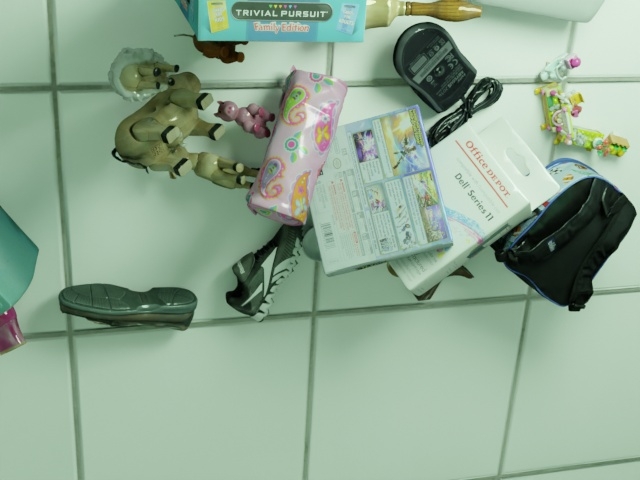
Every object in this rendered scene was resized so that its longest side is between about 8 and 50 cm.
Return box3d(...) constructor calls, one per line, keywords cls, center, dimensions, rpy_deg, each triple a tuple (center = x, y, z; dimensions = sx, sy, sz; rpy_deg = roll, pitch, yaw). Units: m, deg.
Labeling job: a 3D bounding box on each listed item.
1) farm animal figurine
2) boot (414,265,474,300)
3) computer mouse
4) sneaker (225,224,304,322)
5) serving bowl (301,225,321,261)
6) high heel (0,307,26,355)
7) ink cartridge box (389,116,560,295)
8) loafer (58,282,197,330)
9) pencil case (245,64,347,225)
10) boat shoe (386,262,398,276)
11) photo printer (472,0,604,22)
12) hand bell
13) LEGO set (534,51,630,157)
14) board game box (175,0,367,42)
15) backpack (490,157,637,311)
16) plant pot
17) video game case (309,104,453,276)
box3d(cls="farm animal figurine", center=(-0.240, -0.209, 1.663), dimensions=(0.326, 0.172, 0.331), rpy_deg=(-36, 130, -46))
box3d(cls="boot", center=(0.259, 0.092, 2.031), dimensions=(0.106, 0.037, 0.114), rpy_deg=(31, 100, -13))
box3d(cls="computer mouse", center=(0.218, -0.316, 1.814), dimensions=(0.188, 0.072, 0.272), rpy_deg=(-42, 131, 4))
box3d(cls="sneaker", center=(-0.117, 0.052, 1.881), dimensions=(0.106, 0.078, 0.234), rpy_deg=(19, 110, -26))
box3d(cls="serving bowl", center=(0.000, 0.000, 1.919), dimensions=(0.083, 0.027, 0.083), rpy_deg=(-7, 116, -14))
box3d(cls="high heel", center=(-0.685, 0.191, 1.799), dimensions=(0.244, 0.082, 0.117), rpy_deg=(-25, 91, 10))
box3d(cls="ink cartridge box", center=(0.264, -0.079, 1.828), dimensions=(0.353, 0.207, 0.119), rpy_deg=(-37, 164, 6))
box3d(cls="loafer", center=(-0.375, 0.142, 1.845), dimensions=(0.267, 0.096, 0.084), rpy_deg=(3, 120, -19))
box3d(cls="pencil case", center=(-0.043, -0.171, 1.714), dimensions=(0.124, 0.124, 0.284), rpy_deg=(20, 83, -23))
box3d(cls="boat shoe", center=(0.248, -0.033, 1.952), dimensions=(0.285, 0.089, 0.104), rpy_deg=(-37, 140, 6))
box3d(cls="photo printer", center=(0.399, -0.529, 1.696), dimensions=(0.307, 0.107, 0.256), rpy_deg=(6, 139, -19))
box3d(cls="hand bell", center=(0.164, -0.410, 1.680), dimensions=(0.241, 0.126, 0.126), rpy_deg=(4, 114, 0))
box3d(cls="LEGO set", center=(0.532, -0.235, 1.915), dimensions=(0.132, 0.107, 0.287), rpy_deg=(-40, 119, 5))
box3d(cls="board game box", center=(-0.095, -0.397, 1.528), dimensions=(0.253, 0.336, 0.079), rpy_deg=(-3, 115, -15))
box3d(cls="backpack", center=(0.497, -0.030, 1.947), dimensions=(0.276, 0.213, 0.263), rpy_deg=(33, 108, -35))
box3d(cls="plant pot", center=(-0.610, 0.054, 1.651), dimensions=(0.165, 0.234, 0.165), rpy_deg=(-33, 119, 2))
box3d(cls="video game case", center=(0.099, -0.091, 1.770), dimensions=(0.244, 0.061, 0.270), rpy_deg=(-14, 80, 9))
